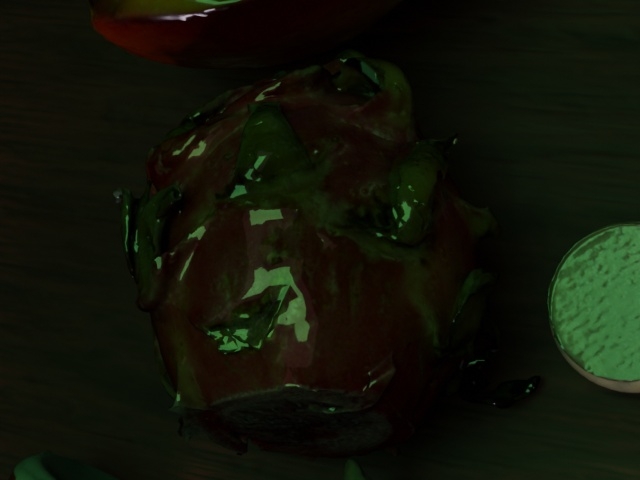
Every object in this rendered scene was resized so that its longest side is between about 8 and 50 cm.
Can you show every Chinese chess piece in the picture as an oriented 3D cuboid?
[{"bbox_3d":[0.221,0.046,1.160,0.122,0.051,0.122,-5,76,22],"label":"Chinese chess piece"}]

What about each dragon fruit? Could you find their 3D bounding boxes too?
[{"bbox_3d":[0.000,0.000,1.173,0.269,0.250,0.291,-6,61,19],"label":"dragon fruit"}]

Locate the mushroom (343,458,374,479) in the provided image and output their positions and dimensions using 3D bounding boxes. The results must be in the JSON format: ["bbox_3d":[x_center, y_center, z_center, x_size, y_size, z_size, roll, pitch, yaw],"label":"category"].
[{"bbox_3d":[-0.031,0.314,1.110,0.314,0.314,0.336,33,71,27],"label":"mushroom"}]

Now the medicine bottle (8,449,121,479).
[{"bbox_3d":[-0.215,0.288,1.257,0.139,0.139,0.225,28,91,27],"label":"medicine bottle"}]

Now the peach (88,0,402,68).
[{"bbox_3d":[-0.024,-0.280,1.227,0.380,0.242,0.306,-34,66,-3],"label":"peach"}]
